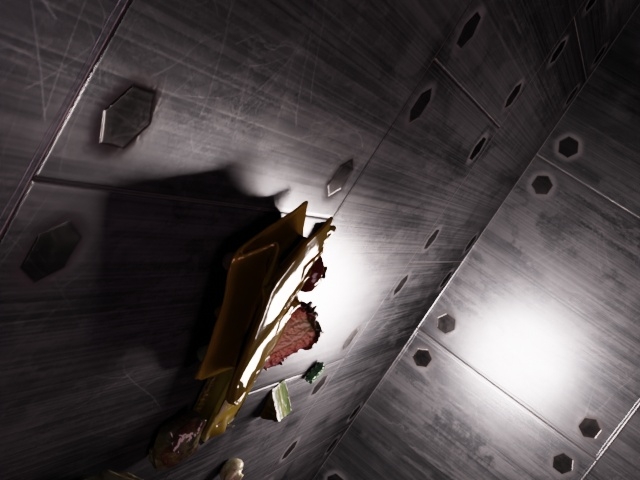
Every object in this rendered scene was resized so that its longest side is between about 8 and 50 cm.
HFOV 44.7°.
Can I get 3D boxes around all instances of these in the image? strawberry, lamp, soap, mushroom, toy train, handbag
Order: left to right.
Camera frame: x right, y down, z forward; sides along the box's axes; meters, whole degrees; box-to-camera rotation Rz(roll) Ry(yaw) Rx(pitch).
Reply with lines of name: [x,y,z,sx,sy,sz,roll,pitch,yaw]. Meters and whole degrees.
soap: [-0.222,0.359,1.849,0.135,0.076,0.233,-24,145,-59]
mushroom: [-0.267,0.705,2.374,0.083,0.067,0.083,-53,168,-16]
handbag: [-0.119,0.127,1.612,0.283,0.133,0.401,-41,159,-47]
strawberry: [-0.098,0.221,1.925,0.208,0.087,0.167,-23,133,-11]
lamp: [-0.030,0.068,1.772,0.101,0.090,0.101,-173,-90,-85]
toy train: [-0.017,0.435,2.558,0.083,0.033,0.053,-47,164,-18]

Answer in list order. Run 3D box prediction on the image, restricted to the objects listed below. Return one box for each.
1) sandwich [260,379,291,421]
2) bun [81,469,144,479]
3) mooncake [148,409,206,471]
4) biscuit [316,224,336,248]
sandwich: [-0.146,0.480,2.365,0.074,0.074,0.116,-32,120,-47]
bun: [-0.440,0.595,1.510,0.326,0.234,0.362,-31,168,-37]
mooncake: [-0.325,0.457,1.776,0.125,0.073,0.130,-32,150,-46]
biscuit: [0.000,0.000,1.836,0.081,0.018,0.083,-58,161,16]
